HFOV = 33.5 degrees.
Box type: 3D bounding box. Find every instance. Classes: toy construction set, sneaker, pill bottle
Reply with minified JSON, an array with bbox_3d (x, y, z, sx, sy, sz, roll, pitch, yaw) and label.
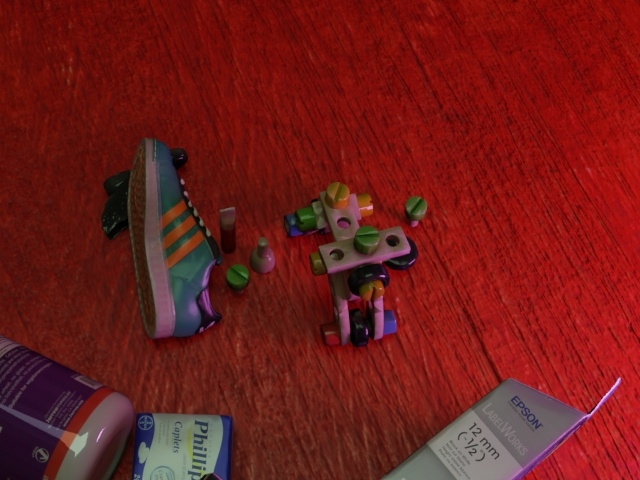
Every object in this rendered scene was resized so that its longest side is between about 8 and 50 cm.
[{"bbox_3d":[0.000,0.000,1.554,0.309,0.237,0.257,9,65,1],"label":"toy construction set"},{"bbox_3d":[-0.274,-0.074,1.676,0.170,0.051,0.089,-25,70,-9],"label":"sneaker"},{"bbox_3d":[-0.430,0.233,1.451,0.323,0.181,0.181,24,66,8],"label":"pill bottle"},{"bbox_3d":[-0.216,-0.006,1.604,0.121,0.108,0.302,-4,86,-26],"label":"sneaker"}]

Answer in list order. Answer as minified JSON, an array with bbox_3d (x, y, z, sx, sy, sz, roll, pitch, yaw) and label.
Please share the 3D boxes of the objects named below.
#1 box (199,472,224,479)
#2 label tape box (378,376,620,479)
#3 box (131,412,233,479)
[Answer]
[{"bbox_3d":[-0.079,0.605,1.168,0.480,0.297,0.471,35,67,11],"label":"box"},{"bbox_3d":[0.216,0.291,1.427,0.348,0.249,0.115,-37,73,-18],"label":"label tape box"},{"bbox_3d":[-0.192,0.310,1.491,0.137,0.072,0.126,2,66,-3],"label":"box"}]
